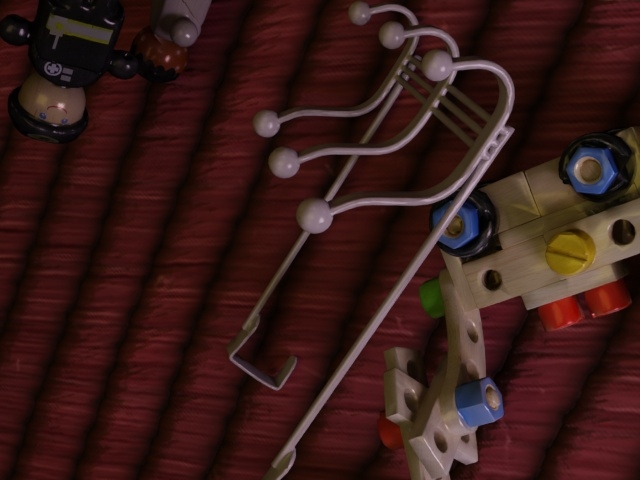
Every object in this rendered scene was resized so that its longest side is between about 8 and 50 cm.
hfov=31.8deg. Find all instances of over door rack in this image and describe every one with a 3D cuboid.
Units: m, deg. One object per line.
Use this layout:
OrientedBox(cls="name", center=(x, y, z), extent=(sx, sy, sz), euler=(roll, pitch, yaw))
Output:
OrientedBox(cls="over door rack", center=(0.000, 0.000, 0.771), extent=(0.108, 0.239, 0.324), euler=(18, 106, -15))

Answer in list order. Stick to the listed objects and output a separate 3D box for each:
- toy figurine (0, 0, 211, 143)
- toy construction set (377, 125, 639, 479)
OrientedBox(cls="toy figurine", center=(-0.200, -0.194, 0.870), extent=(0.213, 0.209, 0.148), euler=(36, 126, 12))
OrientedBox(cls="toy construction set", center=(0.182, 0.043, 0.750), extent=(0.328, 0.151, 0.215), euler=(-22, 86, 16))
